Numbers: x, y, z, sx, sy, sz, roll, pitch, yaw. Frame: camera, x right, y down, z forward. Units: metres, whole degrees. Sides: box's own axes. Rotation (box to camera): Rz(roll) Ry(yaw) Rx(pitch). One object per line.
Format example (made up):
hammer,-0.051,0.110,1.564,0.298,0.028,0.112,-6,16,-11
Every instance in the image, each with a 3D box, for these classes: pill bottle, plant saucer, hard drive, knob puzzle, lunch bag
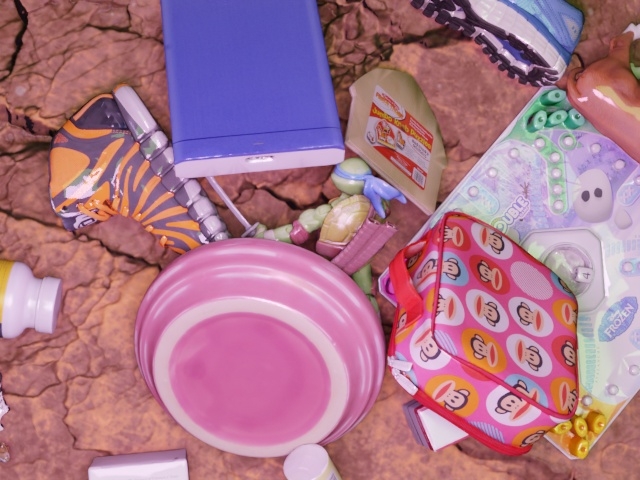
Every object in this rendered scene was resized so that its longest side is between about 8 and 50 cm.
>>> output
pill bottle,-0.438,0.073,1.526,0.184,0.103,0.103,9,88,-6
plant saucer,-0.083,0.157,1.492,0.332,0.084,0.332,4,121,7
hard drive,-0.095,-0.225,1.517,0.210,0.040,0.319,-6,55,-6
knob puzzle,0.102,-0.151,1.588,0.213,0.030,0.213,24,54,-38
lunch bag,0.194,0.100,1.454,0.258,0.293,0.120,33,126,-11

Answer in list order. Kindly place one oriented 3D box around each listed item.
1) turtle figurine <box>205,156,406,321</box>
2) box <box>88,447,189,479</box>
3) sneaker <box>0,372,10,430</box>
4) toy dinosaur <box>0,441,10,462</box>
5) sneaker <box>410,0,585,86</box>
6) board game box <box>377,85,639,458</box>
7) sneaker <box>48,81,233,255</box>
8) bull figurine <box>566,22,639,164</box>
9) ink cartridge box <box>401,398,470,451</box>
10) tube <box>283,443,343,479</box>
turtle figurine,0.000,0.000,1.564,0.274,0.198,0.266,11,112,25
box,-0.234,0.373,1.548,0.130,0.091,0.171,-4,89,-6
sneaker,-0.434,0.217,1.564,0.037,0.032,0.083,11,92,-20
toy dinosaur,-0.522,0.286,1.543,0.211,0.064,0.112,13,69,-15
sneaker,0.227,-0.363,1.617,0.330,0.130,0.147,39,71,-7
board game box,0.346,0.044,1.642,0.390,0.050,0.390,41,85,-4
sneaker,-0.243,-0.037,1.555,0.180,0.124,0.321,-35,82,-2
bull figurine,0.477,-0.152,1.605,0.310,0.101,0.188,42,56,-6
ink cartridge box,0.178,0.230,1.569,0.109,0.150,0.063,-25,87,-6
tube,0.015,0.363,1.546,0.070,0.240,0.062,-1,46,25
